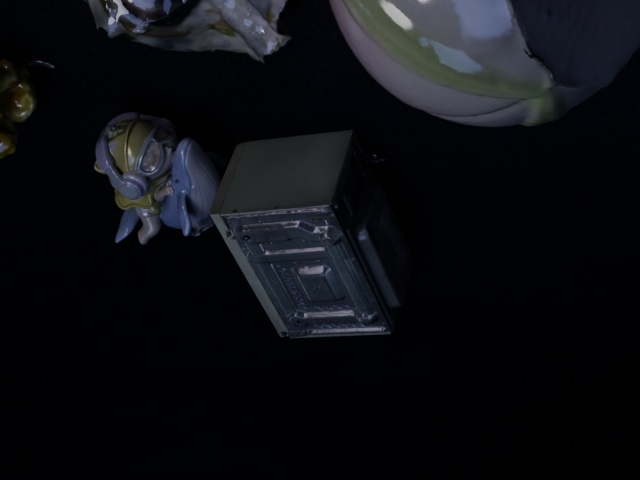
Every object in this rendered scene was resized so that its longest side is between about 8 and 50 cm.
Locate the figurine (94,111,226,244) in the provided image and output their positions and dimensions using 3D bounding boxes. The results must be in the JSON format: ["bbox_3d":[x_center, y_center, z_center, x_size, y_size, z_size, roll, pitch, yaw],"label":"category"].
[{"bbox_3d":[-0.207,-0.074,1.491,0.184,0.128,0.208,35,142,-17],"label":"figurine"}]

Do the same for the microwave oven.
[{"bbox_3d":[0.000,0.000,1.489,0.194,0.145,0.240,-2,137,25],"label":"microwave oven"}]

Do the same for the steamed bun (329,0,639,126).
[{"bbox_3d":[0.125,-0.249,1.057,0.309,0.309,0.309,10,140,8],"label":"steamed bun"}]

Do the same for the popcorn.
[{"bbox_3d":[-0.451,-0.182,1.442,0.195,0.173,0.168,2,117,31],"label":"popcorn"}]

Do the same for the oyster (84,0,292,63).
[{"bbox_3d":[-0.170,-0.304,1.224,0.351,0.114,0.238,38,145,-17],"label":"oyster"}]
